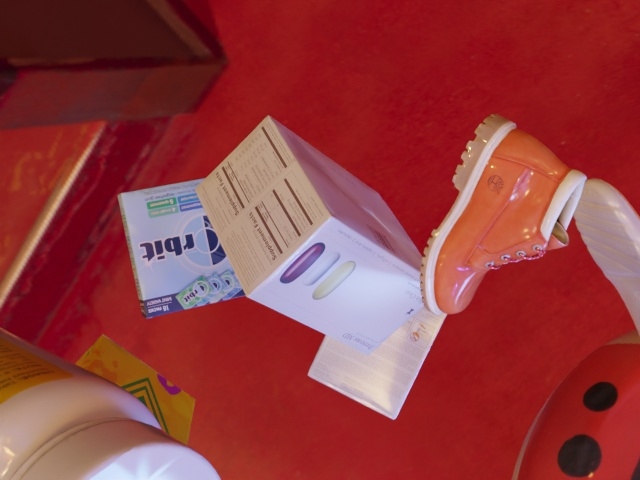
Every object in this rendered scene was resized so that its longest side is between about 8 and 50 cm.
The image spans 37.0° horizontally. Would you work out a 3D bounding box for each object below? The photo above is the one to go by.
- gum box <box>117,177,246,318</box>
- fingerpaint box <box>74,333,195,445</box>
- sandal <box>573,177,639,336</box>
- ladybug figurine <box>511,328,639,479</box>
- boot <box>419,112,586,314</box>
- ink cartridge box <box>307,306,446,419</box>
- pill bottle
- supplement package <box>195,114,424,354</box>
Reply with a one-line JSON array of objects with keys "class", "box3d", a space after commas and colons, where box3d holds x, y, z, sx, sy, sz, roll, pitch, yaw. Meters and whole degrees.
[{"class": "gum box", "box3d": [-0.201, 0.007, 1.406, 0.041, 0.157, 0.184, 174, 84, -70]}, {"class": "fingerpaint box", "box3d": [-0.362, 0.383, 1.119, 0.163, 0.371, 0.445, 39, 108, -16]}, {"class": "sandal", "box3d": [0.321, 0.051, 0.837, 0.265, 0.076, 0.102, 62, 165, 3]}, {"class": "ladybug figurine", "box3d": [0.398, 0.285, 1.158, 0.305, 0.162, 0.449, 24, 69, 21]}, {"class": "boot", "box3d": [0.123, 0.001, 0.659, 0.084, 0.059, 0.158, 32, 127, 20]}, {"class": "ink cartridge box", "box3d": [0.082, 0.146, 1.380, 0.145, 0.045, 0.179, 26, 94, 7]}, {"class": "pill bottle", "box3d": [-0.145, 0.109, 0.444, 0.208, 0.119, 0.119, 13, 109, 44]}, {"class": "supplement package", "box3d": [0.000, 0.000, 1.245, 0.145, 0.262, 0.204, -43, 49, 15]}]
